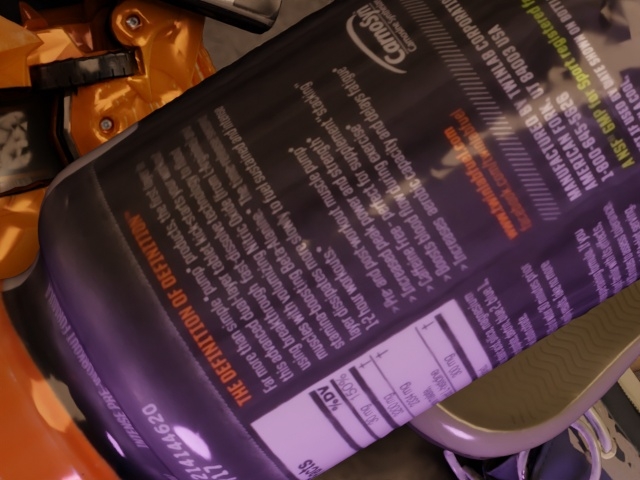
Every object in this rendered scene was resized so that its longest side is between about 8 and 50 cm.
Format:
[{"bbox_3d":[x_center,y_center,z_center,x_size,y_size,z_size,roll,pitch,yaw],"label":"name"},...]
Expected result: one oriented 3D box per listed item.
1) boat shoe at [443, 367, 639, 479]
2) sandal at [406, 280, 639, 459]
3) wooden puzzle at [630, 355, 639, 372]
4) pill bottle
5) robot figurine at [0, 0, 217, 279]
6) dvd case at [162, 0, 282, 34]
[{"bbox_3d":[0.097,0.079,0.626,0.079,0.095,0.254,-24,86,-26],"label":"boat shoe"},{"bbox_3d":[0.135,-0.042,0.578,0.120,0.086,0.303,35,70,8],"label":"sandal"},{"bbox_3d":[0.189,-0.154,0.724,0.348,0.080,0.322,-31,91,-24],"label":"wooden puzzle"},{"bbox_3d":[0.000,0.000,0.484,0.246,0.130,0.130,-31,90,1],"label":"pill bottle"},{"bbox_3d":[-0.156,-0.031,0.545,0.291,0.085,0.211,-11,96,-23],"label":"robot figurine"},{"bbox_3d":[-0.104,-0.193,0.510,0.239,0.029,0.179,18,84,-14],"label":"dvd case"}]
